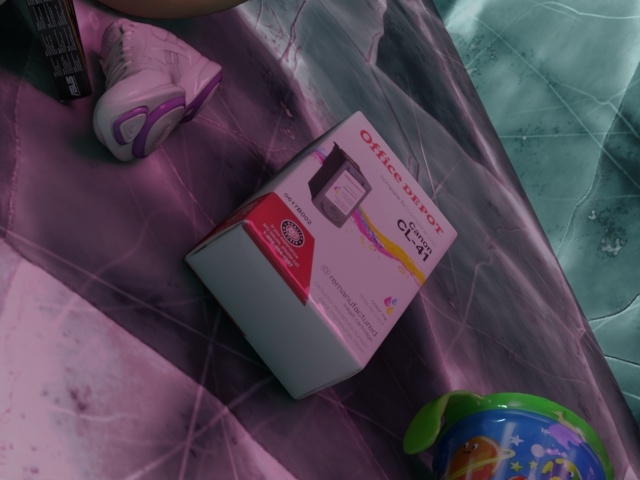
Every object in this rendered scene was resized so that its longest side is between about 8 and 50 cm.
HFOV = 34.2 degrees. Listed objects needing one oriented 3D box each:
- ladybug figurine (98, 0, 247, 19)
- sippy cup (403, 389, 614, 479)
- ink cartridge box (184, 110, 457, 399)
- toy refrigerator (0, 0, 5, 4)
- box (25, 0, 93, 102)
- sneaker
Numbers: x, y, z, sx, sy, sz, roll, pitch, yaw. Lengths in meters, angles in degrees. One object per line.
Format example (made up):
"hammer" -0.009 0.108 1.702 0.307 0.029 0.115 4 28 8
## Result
"ladybug figurine" -0.190 -0.458 1.420 0.449 0.305 0.162 -6 46 -51
"sippy cup" 0.233 0.347 1.292 0.305 0.240 0.224 19 34 10
"ink cartridge box" 0.011 0.009 1.289 0.226 0.131 0.306 51 43 -8
"toy refrigerator" -0.428 -0.306 0.996 0.269 0.094 0.102 16 52 -57
"box" -0.302 -0.283 1.150 0.191 0.045 0.184 88 -12 -57
"sneaker" -0.226 -0.189 1.255 0.152 0.114 0.305 39 20 -4
